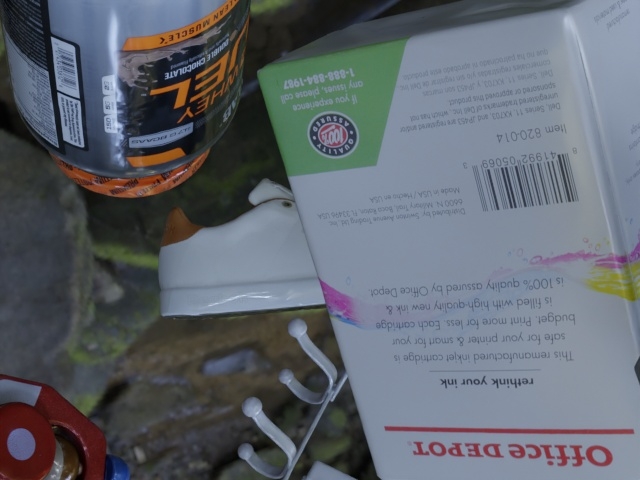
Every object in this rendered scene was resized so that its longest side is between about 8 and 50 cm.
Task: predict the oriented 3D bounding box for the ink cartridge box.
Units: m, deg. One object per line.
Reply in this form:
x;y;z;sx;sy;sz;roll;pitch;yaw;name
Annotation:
0.119;0.033;0.752;0.207;0.353;0.119;-5;-161;35;ink cartridge box

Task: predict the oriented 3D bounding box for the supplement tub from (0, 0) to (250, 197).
-0.162;-0.191;1.018;0.207;0.207;0.338;-16;154;-16;supplement tub

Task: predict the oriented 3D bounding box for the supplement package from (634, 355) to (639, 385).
0.263;0.085;0.489;0.177;0.293;0.175;16;117;-6;supplement package

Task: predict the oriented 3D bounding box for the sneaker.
0.000;0.000;1.081;0.290;0.123;0.106;-3;172;-2;sneaker

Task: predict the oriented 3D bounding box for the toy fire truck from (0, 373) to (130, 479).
-0.339;0.321;1.442;0.169;0.302;0.254;-19;151;38;toy fire truck

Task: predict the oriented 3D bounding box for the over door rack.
-0.018;0.181;1.251;0.108;0.239;0.324;34;147;-8;over door rack
